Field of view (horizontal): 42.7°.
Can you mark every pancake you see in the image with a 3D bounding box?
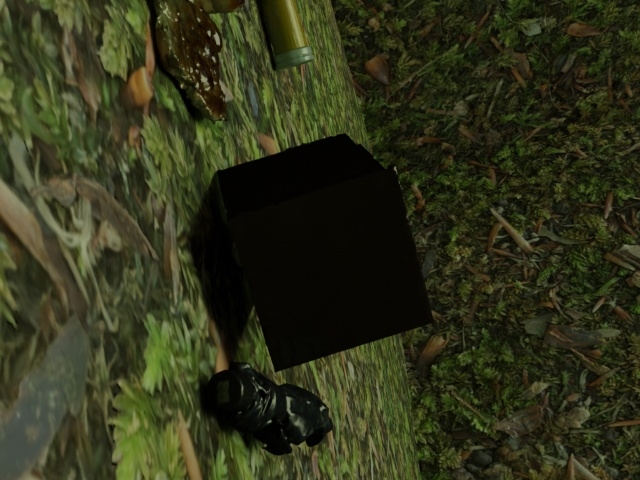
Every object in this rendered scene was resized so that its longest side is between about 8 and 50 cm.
[{"bbox_3d":[-0.134,-0.260,0.880,0.212,0.056,0.257,66,14,-51],"label":"pancake"}]

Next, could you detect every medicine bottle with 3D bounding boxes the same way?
[{"bbox_3d":[-0.073,-0.415,1.442,0.074,0.074,0.218,-61,137,-77],"label":"medicine bottle"}]

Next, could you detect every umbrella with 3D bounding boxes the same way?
[{"bbox_3d":[-0.051,0.167,0.796,0.071,0.080,0.224,-64,157,-10],"label":"umbrella"}]

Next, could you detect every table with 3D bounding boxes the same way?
[{"bbox_3d":[0.000,0.000,0.860,0.193,0.173,0.169,-120,-166,-70],"label":"table"}]
